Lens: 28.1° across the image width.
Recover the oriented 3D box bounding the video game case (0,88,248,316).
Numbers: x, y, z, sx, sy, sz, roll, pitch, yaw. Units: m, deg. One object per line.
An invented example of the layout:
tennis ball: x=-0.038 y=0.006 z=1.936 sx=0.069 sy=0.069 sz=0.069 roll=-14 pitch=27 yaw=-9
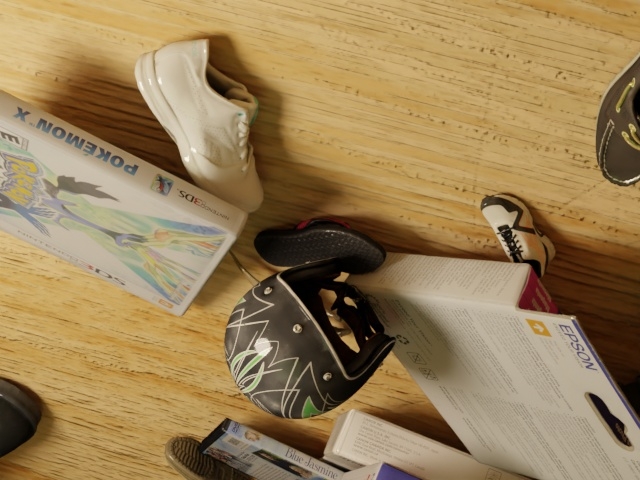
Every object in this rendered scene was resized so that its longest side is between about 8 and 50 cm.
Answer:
video game case: x=-0.252 y=-0.031 z=1.402 sx=0.300 sy=0.036 sz=0.329 roll=26 pitch=157 yaw=-7

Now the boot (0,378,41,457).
boot: x=-0.610 y=0.428 z=1.834 sx=0.367 sy=0.445 sz=0.146 roll=-22 pitch=125 yaw=40

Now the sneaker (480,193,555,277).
sneaker: x=0.200 y=-0.004 z=1.297 sx=0.040 sy=0.043 sz=0.109 roll=-23 pitch=122 yaw=43

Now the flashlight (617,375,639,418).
flashlight: x=0.445 y=0.274 z=1.471 sx=0.304 sy=0.103 sz=0.103 roll=47 pitch=168 yaw=-23

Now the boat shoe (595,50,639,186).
boat shoe: x=0.291 y=-0.118 z=1.102 sx=0.081 sy=0.068 sz=0.227 roll=20 pitch=141 yaw=2

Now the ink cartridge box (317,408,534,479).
ink cartridge box: x=0.148 y=0.310 z=1.666 sx=0.296 sy=0.066 sz=0.261 roll=22 pitch=166 yaw=-1

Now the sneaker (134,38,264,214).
sneaker: x=-0.096 y=-0.112 z=1.286 sx=0.094 sy=0.080 sz=0.212 roll=-19 pitch=129 yaw=18

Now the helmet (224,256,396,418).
helmet: x=-0.021 y=0.107 z=1.331 sx=0.169 sy=0.161 sz=0.169 roll=23 pitch=125 yaw=38

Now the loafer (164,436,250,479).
loafer: x=-0.169 y=0.336 z=1.841 sx=0.148 sy=0.056 sz=0.050 roll=37 pitch=132 yaw=-18

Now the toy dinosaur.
toy dinosaur: x=-0.034 y=0.077 z=1.472 sx=0.183 sy=0.053 sz=0.093 roll=36 pitch=163 yaw=-21

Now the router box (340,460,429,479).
router box: x=0.021 y=0.435 z=1.496 sx=0.082 sy=0.335 sz=0.301 roll=24 pitch=166 yaw=-1

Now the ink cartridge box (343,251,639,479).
ink cartridge box: x=0.224 y=0.148 z=1.353 sx=0.330 sy=0.071 sz=0.324 roll=5 pitch=140 yaw=49

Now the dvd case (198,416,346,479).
dvd case: x=-0.038 y=0.320 z=1.757 sx=0.253 sy=0.022 sz=0.180 roll=26 pitch=157 yaw=-7

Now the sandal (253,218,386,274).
sandal: x=0.000 y=0.000 z=1.400 sx=0.179 sy=0.040 sz=0.067 roll=2 pitch=134 yaw=44
